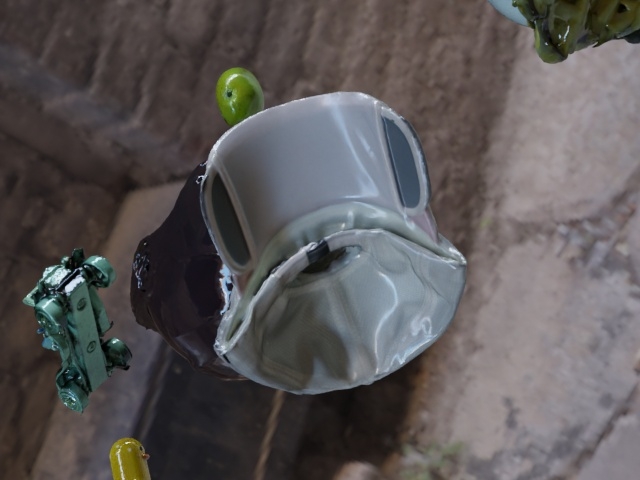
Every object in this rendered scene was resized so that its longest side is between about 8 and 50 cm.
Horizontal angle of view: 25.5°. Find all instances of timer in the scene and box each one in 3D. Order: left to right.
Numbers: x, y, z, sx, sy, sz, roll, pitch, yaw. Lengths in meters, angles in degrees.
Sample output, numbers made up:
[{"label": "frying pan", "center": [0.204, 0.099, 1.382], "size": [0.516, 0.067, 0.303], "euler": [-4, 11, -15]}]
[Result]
[{"label": "timer", "center": [-0.207, 0.249, 1.343], "size": [0.107, 0.107, 0.109], "euler": [-27, 70, 41]}]

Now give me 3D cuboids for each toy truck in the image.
[{"label": "toy truck", "center": [-0.228, 0.080, 1.281], "size": [0.078, 0.154, 0.080], "euler": [24, 52, 25]}]

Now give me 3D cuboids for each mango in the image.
[{"label": "mango", "center": [-0.097, -0.173, 1.718], "size": [0.056, 0.073, 0.108], "euler": [-15, 2, -1]}]

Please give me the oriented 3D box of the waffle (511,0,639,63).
[{"label": "waffle", "center": [0.295, -0.343, 1.408], "size": [0.317, 0.297, 0.073], "euler": [-26, 26, -20]}]

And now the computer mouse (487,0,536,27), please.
[{"label": "computer mouse", "center": [0.208, -0.344, 1.715], "size": [0.068, 0.113, 0.229], "euler": [-32, 81, 10]}]

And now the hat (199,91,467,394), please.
[{"label": "hat", "center": [0.000, 0.000, 1.226], "size": [0.219, 0.164, 0.226], "euler": [-16, 64, -1]}]

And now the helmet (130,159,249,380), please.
[{"label": "helmet", "center": [-0.077, 0.059, 1.592], "size": [0.305, 0.225, 0.177], "euler": [-63, 36, 29]}]
